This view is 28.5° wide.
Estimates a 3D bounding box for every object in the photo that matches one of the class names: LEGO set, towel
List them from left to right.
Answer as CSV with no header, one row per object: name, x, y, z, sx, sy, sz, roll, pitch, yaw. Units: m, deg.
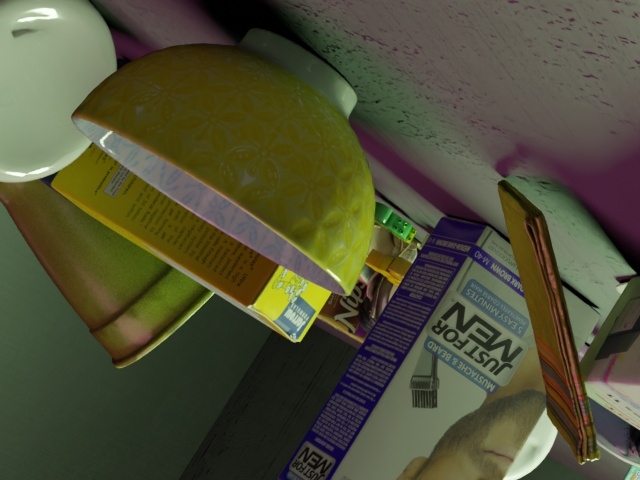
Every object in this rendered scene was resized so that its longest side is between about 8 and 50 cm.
LEGO set,0.081,0.001,1.455,0.227,0.087,0.093,34,174,-22
towel,0.191,0.070,1.078,0.102,0.021,0.237,-123,15,-68

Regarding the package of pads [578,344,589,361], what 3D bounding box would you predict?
package of pads,0.343,0.157,1.619,0.083,0.032,0.050,35,176,-21

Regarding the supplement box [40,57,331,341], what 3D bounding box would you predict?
supplement box,-0.144,-0.052,1.628,0.357,0.195,0.194,30,173,23

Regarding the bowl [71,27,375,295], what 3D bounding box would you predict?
bowl,-0.056,-0.091,1.107,0.290,0.156,0.289,31,173,4

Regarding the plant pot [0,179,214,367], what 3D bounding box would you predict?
plant pot,-0.321,-0.051,1.999,0.353,0.366,0.366,46,170,-12

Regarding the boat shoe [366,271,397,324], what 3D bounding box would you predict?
boat shoe,0.110,0.087,1.840,0.096,0.112,0.335,25,175,19

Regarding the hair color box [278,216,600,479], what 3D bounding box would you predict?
hair color box,0.129,0.166,1.336,0.185,0.338,0.110,35,173,-24

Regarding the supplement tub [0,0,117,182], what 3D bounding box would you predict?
supplement tub,-0.418,-0.220,1.477,0.325,0.235,0.235,26,171,42

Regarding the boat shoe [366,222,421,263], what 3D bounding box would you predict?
boat shoe,0.102,0.017,1.605,0.170,0.063,0.059,25,177,-42

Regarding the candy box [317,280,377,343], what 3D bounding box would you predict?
candy box,0.082,0.128,2.267,0.187,0.109,0.053,28,173,27

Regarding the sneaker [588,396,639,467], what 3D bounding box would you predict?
sneaker,0.401,0.219,1.393,0.296,0.123,0.178,18,171,35

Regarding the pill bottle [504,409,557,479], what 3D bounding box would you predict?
pill bottle,0.256,0.292,2.162,0.224,0.224,0.392,32,173,0

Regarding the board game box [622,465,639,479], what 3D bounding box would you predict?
board game box,0.561,0.460,2.281,0.047,0.160,0.210,30,174,17

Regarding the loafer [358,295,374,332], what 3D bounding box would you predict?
loafer,0.101,0.123,2.097,0.076,0.078,0.223,31,-173,1

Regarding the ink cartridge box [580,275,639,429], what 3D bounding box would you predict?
ink cartridge box,0.337,0.122,1.013,0.207,0.119,0.353,33,174,1

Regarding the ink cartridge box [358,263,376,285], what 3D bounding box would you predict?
ink cartridge box,0.000,0.000,2.002,0.179,0.045,0.145,26,171,26
